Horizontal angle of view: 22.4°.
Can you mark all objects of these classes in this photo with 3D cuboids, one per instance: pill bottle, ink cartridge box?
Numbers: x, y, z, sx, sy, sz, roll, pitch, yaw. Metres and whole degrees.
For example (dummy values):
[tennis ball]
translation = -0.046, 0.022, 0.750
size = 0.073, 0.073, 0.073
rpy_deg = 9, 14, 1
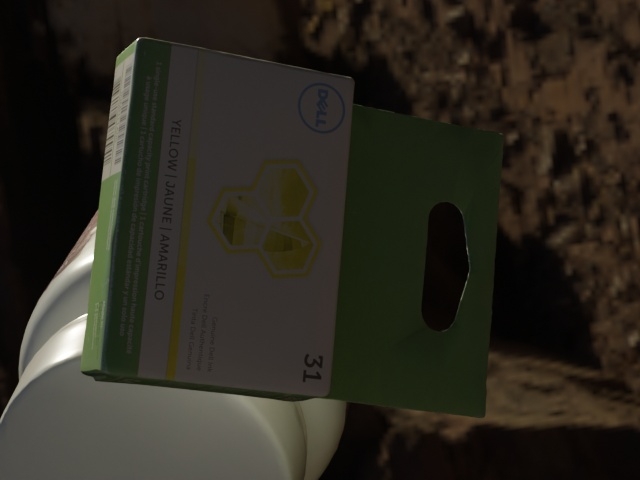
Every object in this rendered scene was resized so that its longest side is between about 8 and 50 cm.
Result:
[pill bottle]
translation = -0.081, 0.066, 1.144
size = 0.392, 0.224, 0.224
rpy_deg = -71, -19, -63
[ink cartridge box]
translation = 0.000, 0.000, 0.850
size = 0.056, 0.235, 0.171
rpy_deg = 163, 114, -67
